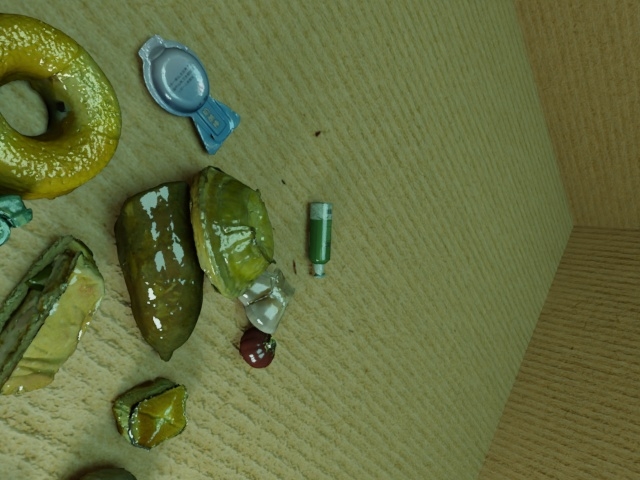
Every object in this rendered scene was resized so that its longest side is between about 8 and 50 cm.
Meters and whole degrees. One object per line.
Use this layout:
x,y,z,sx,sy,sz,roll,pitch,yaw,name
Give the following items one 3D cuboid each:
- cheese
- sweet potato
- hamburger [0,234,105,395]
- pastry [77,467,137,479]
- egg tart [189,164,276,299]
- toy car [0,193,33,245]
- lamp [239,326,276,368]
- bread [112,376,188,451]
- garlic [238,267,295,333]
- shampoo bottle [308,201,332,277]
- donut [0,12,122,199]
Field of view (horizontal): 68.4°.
-0.267,-0.300,0.962,0.135,0.052,0.245,-56,131,-21,cheese
-0.298,0.073,0.912,0.157,0.157,0.370,-17,106,-43,sweet potato
-0.455,0.123,0.794,0.262,0.124,0.131,-62,151,-14,hamburger
-0.425,0.529,0.884,0.182,0.093,0.193,-27,118,-41,pastry
-0.170,-0.025,0.961,0.290,0.115,0.291,-13,90,-84,egg tart
-0.573,0.008,0.634,0.320,0.141,0.097,-33,112,-38,toy car
-0.150,0.257,1.128,0.101,0.090,0.101,53,25,-39,lamp
-0.342,0.357,0.962,0.140,0.069,0.128,-16,108,-46,bread
-0.141,0.131,1.116,0.174,0.099,0.124,54,47,-13,garlic
0.000,0.000,1.265,0.065,0.065,0.205,-3,98,-45,shampoo bottle
-0.458,-0.210,0.742,0.302,0.110,0.303,-8,101,-45,donut
